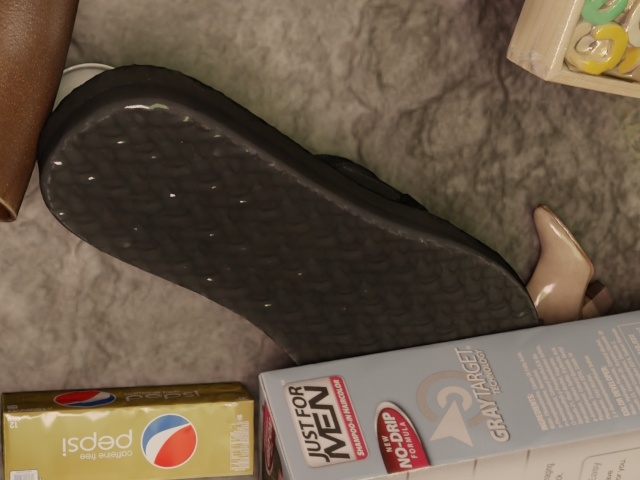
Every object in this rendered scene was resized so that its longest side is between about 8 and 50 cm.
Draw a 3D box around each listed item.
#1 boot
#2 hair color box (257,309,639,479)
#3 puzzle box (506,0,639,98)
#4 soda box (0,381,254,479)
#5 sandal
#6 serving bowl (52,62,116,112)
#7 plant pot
[{"bbox_3d":[0.173,0.042,1.196,0.087,0.042,0.118,-38,105,-3],"label":"boot"},{"bbox_3d":[0.145,0.164,1.131,0.374,0.113,0.185,-9,136,-12],"label":"hair color box"},{"bbox_3d":[0.343,-0.219,1.093,0.409,0.052,0.272,5,112,-33],"label":"puzzle box"},{"bbox_3d":[-0.141,0.141,1.127,0.181,0.061,0.058,-1,99,-13],"label":"soda box"},{"bbox_3d":[0.001,-0.002,1.079,0.167,0.107,0.446,-37,130,22],"label":"sandal"},{"bbox_3d":[-0.164,-0.086,1.102,0.083,0.027,0.083,-2,100,-12],"label":"serving bowl"},{"bbox_3d":[-0.244,-0.162,0.995,0.215,0.215,0.230,28,79,-16],"label":"plant pot"}]
